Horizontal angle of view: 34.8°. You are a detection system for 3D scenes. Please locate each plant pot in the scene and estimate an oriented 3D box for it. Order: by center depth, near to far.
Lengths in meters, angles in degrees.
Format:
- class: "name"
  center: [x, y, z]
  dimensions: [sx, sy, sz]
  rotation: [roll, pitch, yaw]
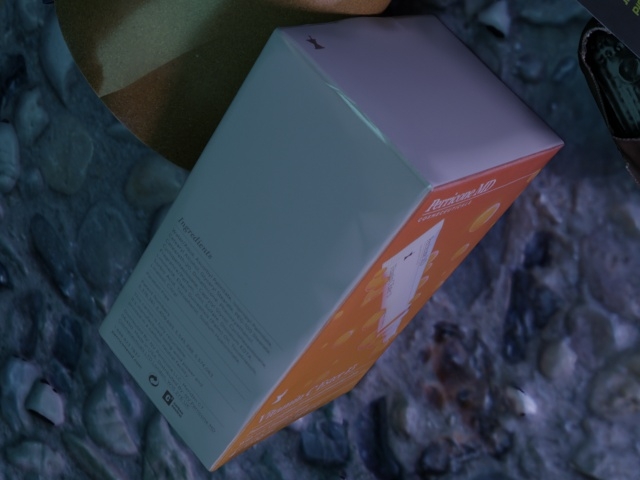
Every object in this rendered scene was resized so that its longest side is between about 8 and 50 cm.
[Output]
- class: "plant pot"
  center: [-0.044, -0.216, 0.846]
  dimensions: [0.254, 0.237, 0.237]
  rotation: [-32, 82, 27]

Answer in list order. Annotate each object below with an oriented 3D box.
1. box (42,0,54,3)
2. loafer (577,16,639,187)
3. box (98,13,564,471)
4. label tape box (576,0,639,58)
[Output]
- class: "box"
  center: [-0.241, -0.372, 1.049]
  dimensions: [0.159, 0.044, 0.233]
  rotation: [-1, 102, 38]
- class: "loafer"
  center: [0.245, -0.070, 0.734]
  dimensions: [0.080, 0.078, 0.220]
  rotation: [-39, 77, 38]
- class: "box"
  center: [0.000, 0.000, 0.856]
  dimensions: [0.168, 0.215, 0.345]
  rotation: [48, 126, 17]
- class: "label tape box"
  center: [0.264, -0.219, 0.606]
  dimensions: [0.347, 0.115, 0.249]
  rotation: [50, 150, 18]
